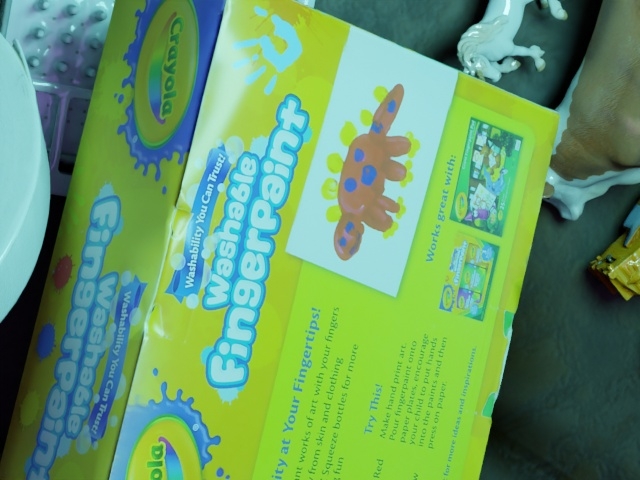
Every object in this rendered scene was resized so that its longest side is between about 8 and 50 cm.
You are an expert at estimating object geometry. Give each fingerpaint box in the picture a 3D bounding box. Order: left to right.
[{"bbox_3d":[-0.028,0.057,1.404,0.371,0.163,0.445,17,84,-39],"label":"fingerpaint box"}]

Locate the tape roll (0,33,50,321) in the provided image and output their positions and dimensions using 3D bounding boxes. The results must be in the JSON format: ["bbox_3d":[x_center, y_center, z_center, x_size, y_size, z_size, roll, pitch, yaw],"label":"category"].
[{"bbox_3d":[-0.392,-0.045,1.275,0.392,0.072,0.392,1,59,-1],"label":"tape roll"}]

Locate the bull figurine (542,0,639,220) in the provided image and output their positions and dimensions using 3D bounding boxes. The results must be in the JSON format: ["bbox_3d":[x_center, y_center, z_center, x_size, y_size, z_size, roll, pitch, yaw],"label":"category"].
[{"bbox_3d":[0.303,-0.140,1.565,0.188,0.101,0.310,16,112,3],"label":"bull figurine"}]

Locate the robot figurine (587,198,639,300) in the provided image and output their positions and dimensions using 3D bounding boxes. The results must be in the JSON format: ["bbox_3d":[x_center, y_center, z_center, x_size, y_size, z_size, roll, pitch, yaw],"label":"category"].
[{"bbox_3d":[0.407,-0.020,1.672,0.291,0.085,0.211,-41,109,-6],"label":"robot figurine"}]

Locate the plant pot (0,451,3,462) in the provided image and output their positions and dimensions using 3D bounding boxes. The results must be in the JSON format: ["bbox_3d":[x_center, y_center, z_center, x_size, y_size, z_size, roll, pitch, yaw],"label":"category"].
[{"bbox_3d":[-0.234,0.267,1.470,0.254,0.237,0.237,-33,108,-26],"label":"plant pot"}]

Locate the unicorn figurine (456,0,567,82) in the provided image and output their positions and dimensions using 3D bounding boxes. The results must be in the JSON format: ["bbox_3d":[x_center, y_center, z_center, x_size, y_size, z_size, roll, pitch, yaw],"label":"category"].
[{"bbox_3d":[0.168,-0.190,1.564,0.111,0.060,0.162,21,74,-47],"label":"unicorn figurine"}]

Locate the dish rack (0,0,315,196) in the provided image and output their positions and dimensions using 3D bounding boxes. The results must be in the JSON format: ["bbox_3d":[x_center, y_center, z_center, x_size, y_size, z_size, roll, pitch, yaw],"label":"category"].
[{"bbox_3d":[-0.151,-0.197,1.475,0.285,0.072,0.333,9,97,-18],"label":"dish rack"}]
